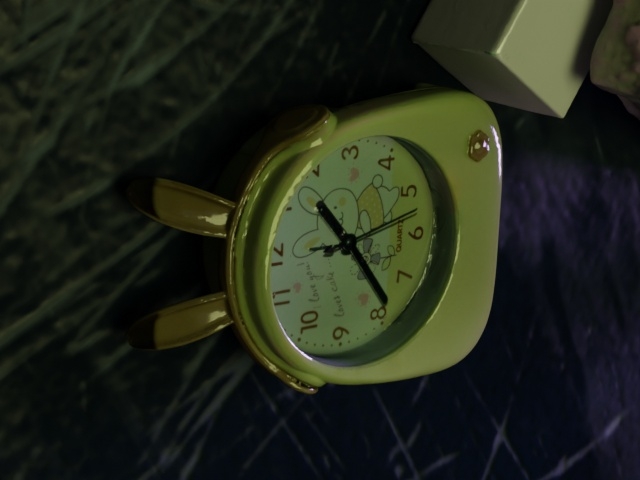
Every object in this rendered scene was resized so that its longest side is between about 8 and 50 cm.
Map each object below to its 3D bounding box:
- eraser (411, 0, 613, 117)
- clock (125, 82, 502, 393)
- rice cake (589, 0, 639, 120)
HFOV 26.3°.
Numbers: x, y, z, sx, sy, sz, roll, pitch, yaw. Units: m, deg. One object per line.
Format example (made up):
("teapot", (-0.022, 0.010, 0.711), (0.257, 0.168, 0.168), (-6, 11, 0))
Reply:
("eraser", (0.169, -0.225, 0.835), (0.078, 0.076, 0.298), (35, 82, -40))
("clock", (0.000, 0.000, 0.776), (0.232, 0.069, 0.170), (-8, 109, -35))
("rice cake", (0.251, -0.112, 0.900), (0.298, 0.050, 0.106), (16, 94, -60))
